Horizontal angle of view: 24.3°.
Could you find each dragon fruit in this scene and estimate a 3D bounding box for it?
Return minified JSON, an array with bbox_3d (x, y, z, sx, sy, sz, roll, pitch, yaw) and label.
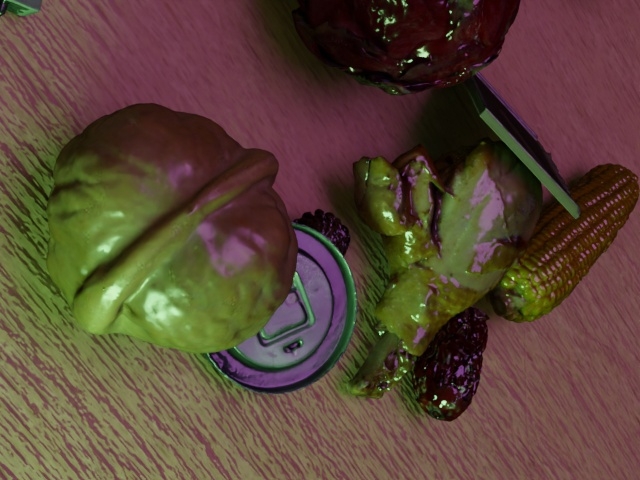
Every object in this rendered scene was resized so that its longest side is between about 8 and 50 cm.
[{"bbox_3d":[0.108,-0.336,1.887,0.329,0.329,0.329,3,85,-41],"label":"dragon fruit"}]

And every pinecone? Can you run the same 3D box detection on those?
[{"bbox_3d":[0.000,0.000,1.924,0.083,0.077,0.077,29,65,-71],"label":"pinecone"}]

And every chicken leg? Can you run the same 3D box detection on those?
[{"bbox_3d":[0.123,0.013,1.982,0.295,0.182,0.409,39,77,-36],"label":"chicken leg"}]

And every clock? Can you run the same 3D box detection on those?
[{"bbox_3d":[-0.059,0.082,1.841,0.215,0.042,0.215,-1,93,-23],"label":"clock"}]

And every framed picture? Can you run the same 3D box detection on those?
[{"bbox_3d":[0.269,-0.154,2.058,0.209,0.019,0.281,45,14,-18],"label":"framed picture"}]

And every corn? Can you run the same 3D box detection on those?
[{"bbox_3d":[0.364,0.002,2.211,0.363,0.120,0.120,-40,113,-36],"label":"corn"}]

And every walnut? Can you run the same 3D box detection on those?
[{"bbox_3d":[-0.165,-0.009,1.637,0.296,0.285,0.285,49,55,-2],"label":"walnut"}]

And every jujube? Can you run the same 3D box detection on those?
[{"bbox_3d":[0.179,0.169,2.055,0.104,0.104,0.166,42,53,-31],"label":"jujube"}]

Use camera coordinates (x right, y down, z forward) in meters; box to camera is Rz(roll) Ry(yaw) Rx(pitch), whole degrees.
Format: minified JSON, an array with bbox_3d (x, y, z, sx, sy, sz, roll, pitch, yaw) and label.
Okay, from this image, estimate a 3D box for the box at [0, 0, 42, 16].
[{"bbox_3d":[-0.409,-0.369,1.603,0.270,0.045,0.211,17,76,-40],"label":"box"}]
